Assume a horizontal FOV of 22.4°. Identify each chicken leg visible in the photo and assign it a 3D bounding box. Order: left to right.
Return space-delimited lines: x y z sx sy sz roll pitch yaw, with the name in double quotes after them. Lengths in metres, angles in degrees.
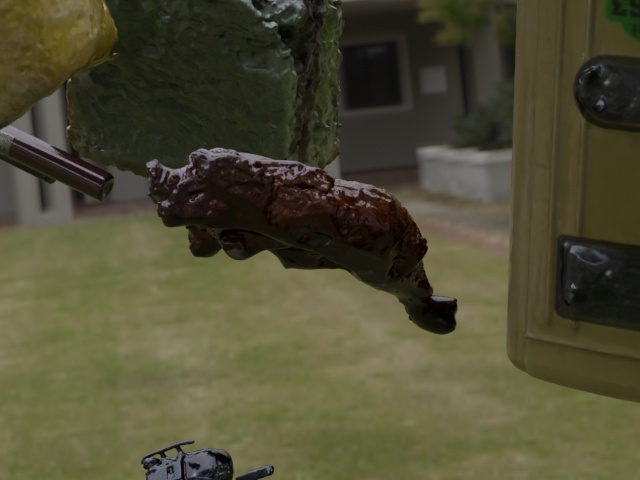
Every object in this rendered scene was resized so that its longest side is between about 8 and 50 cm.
0.002 -0.004 0.872 0.219 0.048 0.089 18 -34 -29 "chicken leg"

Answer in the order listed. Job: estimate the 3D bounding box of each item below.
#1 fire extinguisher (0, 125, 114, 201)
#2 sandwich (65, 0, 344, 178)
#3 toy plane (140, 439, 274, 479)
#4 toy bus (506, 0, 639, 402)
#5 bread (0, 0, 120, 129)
-0.275 -0.080 1.536 0.173 0.035 0.049 26 -5 12 "fire extinguisher"
-0.117 -0.193 1.514 0.262 0.325 0.131 19 46 19 "sandwich"
-0.086 0.142 0.911 0.121 0.031 0.049 -22 -34 25 "toy plane"
0.198 -0.103 0.862 0.177 0.365 0.202 9 21 26 "toy bus"
-0.271 -0.186 1.316 0.197 0.170 0.197 -25 16 8 "bread"
